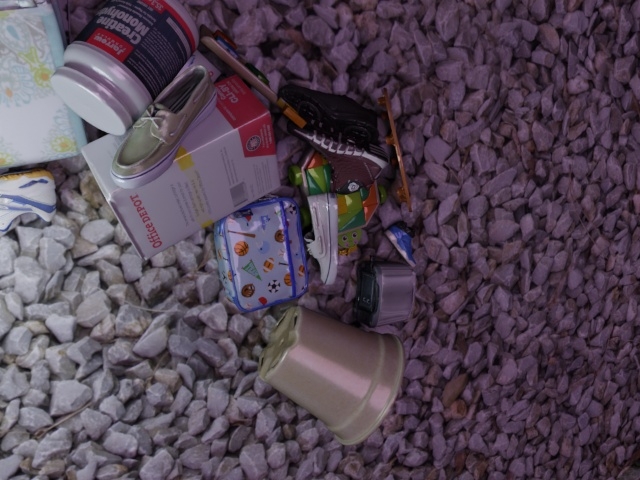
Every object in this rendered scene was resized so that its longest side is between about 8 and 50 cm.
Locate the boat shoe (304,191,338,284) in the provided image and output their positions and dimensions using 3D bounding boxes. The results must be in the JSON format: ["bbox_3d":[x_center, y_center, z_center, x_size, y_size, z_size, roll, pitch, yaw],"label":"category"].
[{"bbox_3d":[0.000,0.000,1.552,0.088,0.096,0.267,-3,121,-6],"label":"boat shoe"}]

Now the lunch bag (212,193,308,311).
[{"bbox_3d":[-0.151,0.023,1.538,0.243,0.115,0.303,-13,107,-24],"label":"lunch bag"}]

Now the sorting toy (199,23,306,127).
[{"bbox_3d":[-0.157,-0.397,1.381,0.307,0.229,0.041,37,102,-26],"label":"sorting toy"}]

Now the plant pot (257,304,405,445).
[{"bbox_3d":[0.009,0.341,1.588,0.305,0.334,0.333,30,87,-15],"label":"plant pot"}]

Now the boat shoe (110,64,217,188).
[{"bbox_3d":[-0.318,-0.235,1.156,0.109,0.094,0.302,24,63,15],"label":"boat shoe"}]

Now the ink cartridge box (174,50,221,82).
[{"bbox_3d":[-0.355,-0.410,1.371,0.191,0.082,0.139,40,83,-25],"label":"ink cartridge box"}]

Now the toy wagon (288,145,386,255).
[{"bbox_3d":[0.062,-0.117,1.630,0.267,0.068,0.344,-18,107,-20],"label":"toy wagon"}]

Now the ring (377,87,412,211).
[{"bbox_3d":[0.197,-0.237,1.545,0.032,0.336,0.336,-11,108,10],"label":"ring"}]

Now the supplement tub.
[{"bbox_3d":[-0.393,-0.372,1.181,0.191,0.191,0.272,39,68,-26],"label":"supplement tub"}]

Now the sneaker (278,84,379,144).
[{"bbox_3d":[0.023,-0.345,1.552,0.286,0.130,0.109,23,135,-10],"label":"sneaker"}]

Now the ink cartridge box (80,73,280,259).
[{"bbox_3d":[-0.302,-0.163,1.328,0.385,0.160,0.279,-31,154,-16],"label":"ink cartridge box"}]

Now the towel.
[{"bbox_3d":[-0.669,-0.317,1.181,0.321,0.090,0.374,-13,130,-18],"label":"towel"}]

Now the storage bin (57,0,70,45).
[{"bbox_3d":[-0.604,-0.489,1.238,0.122,0.084,0.180,-3,101,-24],"label":"storage bin"}]

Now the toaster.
[{"bbox_3d":[0.191,0.145,1.713,0.146,0.129,0.227,-1,99,-29],"label":"toaster"}]

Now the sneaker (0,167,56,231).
[{"bbox_3d":[-0.729,-0.073,1.252,0.296,0.112,0.131,-10,109,-20],"label":"sneaker"}]

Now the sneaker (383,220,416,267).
[{"bbox_3d":[0.265,0.007,1.754,0.084,0.058,0.152,-40,108,-3],"label":"sneaker"}]

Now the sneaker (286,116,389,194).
[{"bbox_3d":[0.025,-0.201,1.505,0.281,0.106,0.162,21,122,-8],"label":"sneaker"}]
